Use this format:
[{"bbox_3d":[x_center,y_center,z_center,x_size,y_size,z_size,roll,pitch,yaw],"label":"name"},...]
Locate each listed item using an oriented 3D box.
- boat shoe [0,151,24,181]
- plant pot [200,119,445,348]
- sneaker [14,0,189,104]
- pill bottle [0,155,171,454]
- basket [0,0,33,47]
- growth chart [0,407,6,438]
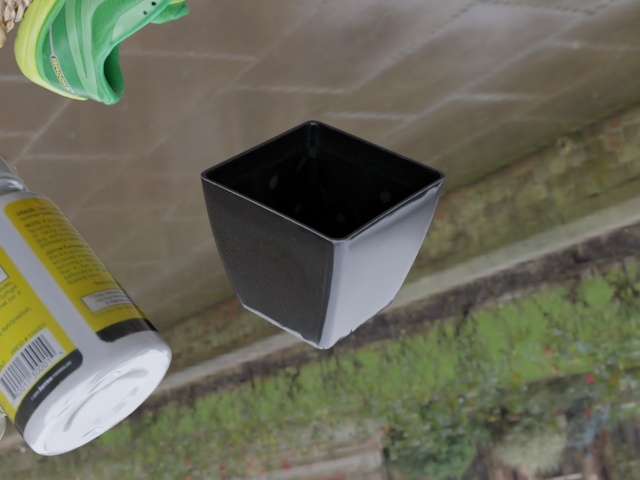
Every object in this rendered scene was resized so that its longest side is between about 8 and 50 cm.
[{"bbox_3d":[-0.396,-0.062,1.121,0.170,0.059,0.063,-5,140,-35],"label":"boat shoe"},{"bbox_3d":[0.000,0.000,1.161,0.187,0.167,0.188,26,-141,31],"label":"plant pot"},{"bbox_3d":[-0.156,-0.249,0.930,0.296,0.123,0.109,-59,-175,25],"label":"sneaker"},{"bbox_3d":[-0.214,0.040,0.788,0.119,0.208,0.119,-37,162,-14],"label":"pill bottle"},{"bbox_3d":[-0.220,-0.216,0.496,0.213,0.223,0.299,28,146,-8],"label":"basket"},{"bbox_3d":[-0.306,0.106,0.952,0.237,0.172,0.021,-19,151,16],"label":"growth chart"}]
